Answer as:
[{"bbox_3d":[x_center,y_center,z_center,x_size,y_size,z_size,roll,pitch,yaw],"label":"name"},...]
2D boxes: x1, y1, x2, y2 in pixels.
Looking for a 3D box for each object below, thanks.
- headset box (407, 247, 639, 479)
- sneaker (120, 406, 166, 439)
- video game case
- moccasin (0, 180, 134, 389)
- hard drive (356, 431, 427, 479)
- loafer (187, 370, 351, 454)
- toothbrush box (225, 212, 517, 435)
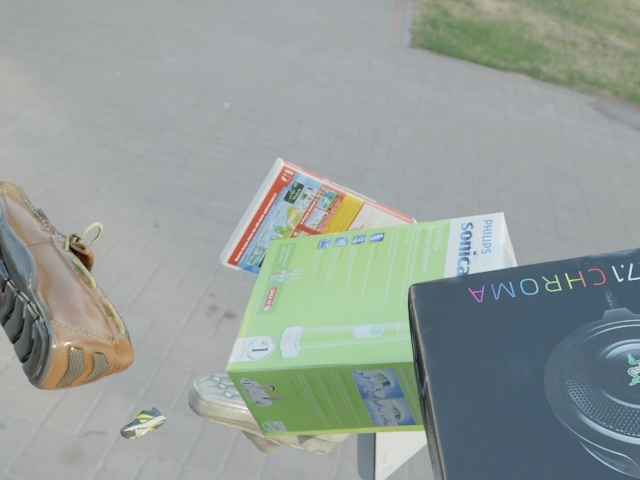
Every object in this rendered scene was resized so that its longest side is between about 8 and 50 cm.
[{"bbox_3d":[0.188,0.146,0.464,0.247,0.131,0.283,-8,40,5],"label":"headset box"},{"bbox_3d":[-0.299,0.302,1.407,0.083,0.031,0.035,-10,49,-45],"label":"sneaker"},{"bbox_3d":[0.000,0.000,1.436,0.285,0.204,0.025,22,20,-29],"label":"video game case"},{"bbox_3d":[-0.352,0.042,1.103,0.147,0.139,0.380,3,25,-42],"label":"moccasin"},{"bbox_3d":[0.176,0.199,1.205,0.308,0.203,0.040,-33,52,-27],"label":"hard drive"},{"bbox_3d":[-0.076,0.279,1.311,0.320,0.111,0.112,22,15,-39],"label":"loafer"},{"bbox_3d":[0.068,0.093,0.927,0.283,0.122,0.206,-8,40,20],"label":"toothbrush box"}]
